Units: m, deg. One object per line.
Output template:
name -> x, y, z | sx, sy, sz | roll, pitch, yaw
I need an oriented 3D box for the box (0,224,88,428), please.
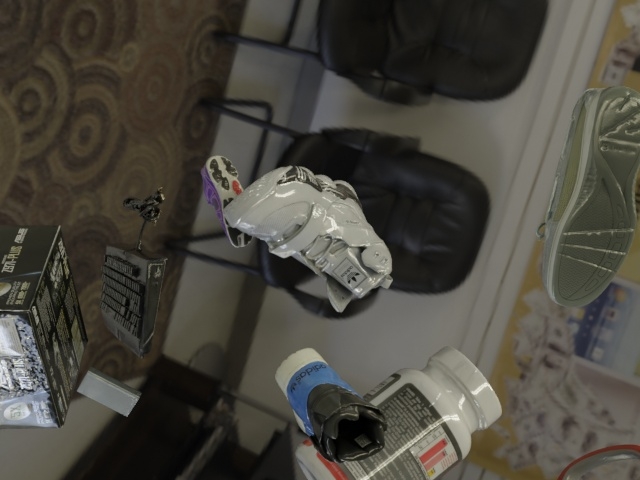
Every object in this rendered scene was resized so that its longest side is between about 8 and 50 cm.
box -> -0.325, 0.096, 1.060 | 0.147, 0.078, 0.180 | -89, 178, -52

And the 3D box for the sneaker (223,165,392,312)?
sneaker -> 0.000, 0.000, 1.580 | 0.137, 0.210, 0.366 | -41, 161, 22

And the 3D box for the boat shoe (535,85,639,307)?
boat shoe -> 0.384, -0.063, 1.375 | 0.103, 0.118, 0.320 | -154, -108, -72

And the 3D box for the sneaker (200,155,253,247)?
sneaker -> -0.166, -0.067, 1.698 | 0.068, 0.169, 0.071 | -13, 170, -35

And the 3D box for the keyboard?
keyboard -> -0.246, 0.030, 1.225 | 0.317, 0.033, 0.201 | -172, -88, -68

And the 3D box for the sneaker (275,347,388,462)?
sneaker -> 0.020, 0.152, 0.770 | 0.058, 0.084, 0.152 | -36, 143, -8

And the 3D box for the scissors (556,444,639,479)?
scissors -> 0.184, 0.264, 0.876 | 0.297, 0.021, 0.109 | -32, -144, 45

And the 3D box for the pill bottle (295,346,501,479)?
pill bottle -> 0.151, 0.373, 1.800 | 0.363, 0.210, 0.210 | -35, 148, -14

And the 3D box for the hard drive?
hard drive -> -0.496, 0.356, 2.235 | 0.094, 0.135, 0.022 | -53, -169, 42
